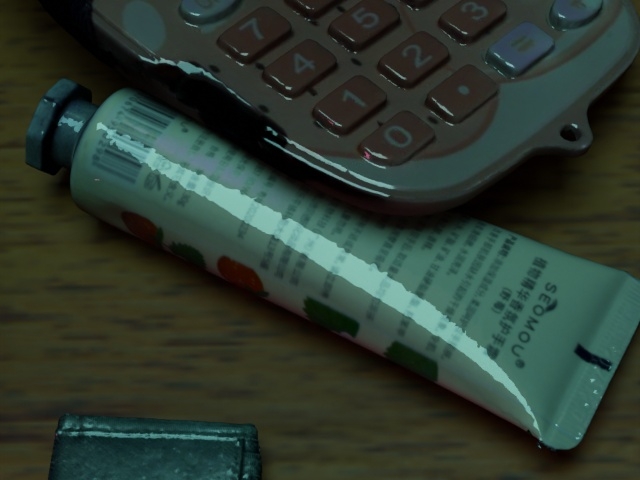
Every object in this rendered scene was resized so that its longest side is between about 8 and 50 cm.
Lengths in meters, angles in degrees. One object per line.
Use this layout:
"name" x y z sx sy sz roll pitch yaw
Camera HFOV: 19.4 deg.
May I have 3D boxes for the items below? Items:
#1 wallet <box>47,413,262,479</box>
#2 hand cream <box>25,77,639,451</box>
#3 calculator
"wallet" -0.069 0.132 0.745 0.088 0.026 0.129 3 59 3
"hand cream" 0.000 0.000 0.803 0.276 0.059 0.095 24 57 15
"calculator" -0.011 -0.125 0.855 0.329 0.048 0.220 37 52 23
